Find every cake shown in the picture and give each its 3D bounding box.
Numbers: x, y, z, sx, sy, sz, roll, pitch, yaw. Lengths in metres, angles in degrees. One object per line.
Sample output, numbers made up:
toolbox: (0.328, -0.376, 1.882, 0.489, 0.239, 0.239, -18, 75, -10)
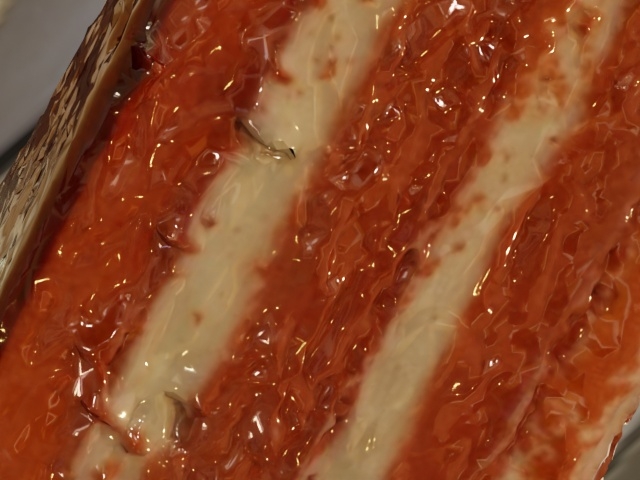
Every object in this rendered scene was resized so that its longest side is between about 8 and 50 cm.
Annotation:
cake: (0.000, 0.000, 0.490, 0.262, 0.158, 0.159, -64, -163, 11)
